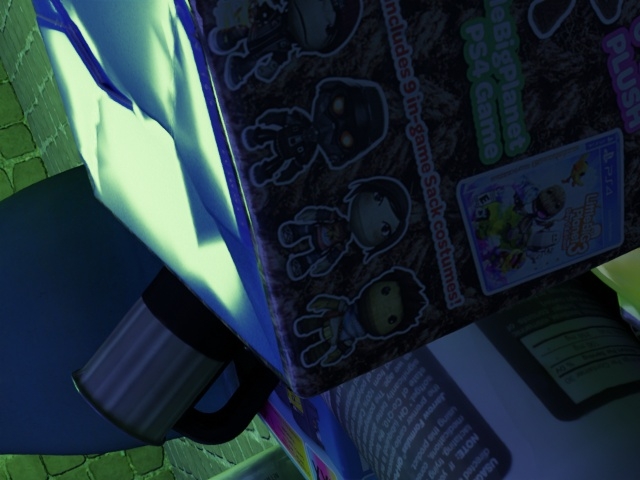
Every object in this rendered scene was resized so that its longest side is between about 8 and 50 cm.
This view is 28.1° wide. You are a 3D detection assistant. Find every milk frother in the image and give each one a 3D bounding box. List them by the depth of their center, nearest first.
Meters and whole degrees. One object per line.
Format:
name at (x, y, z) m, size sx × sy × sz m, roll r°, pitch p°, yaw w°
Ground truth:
milk frother at (-0.088, 0.086, 0.888) m, size 0.129 × 0.135 × 0.143 m, roll 38°, pitch -174°, yaw -2°

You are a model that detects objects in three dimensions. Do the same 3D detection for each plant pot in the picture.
plant pot at (-0.225, 0.069, 1.118) m, size 0.271 × 0.255 × 0.271 m, roll 164°, pitch 90°, yaw -81°

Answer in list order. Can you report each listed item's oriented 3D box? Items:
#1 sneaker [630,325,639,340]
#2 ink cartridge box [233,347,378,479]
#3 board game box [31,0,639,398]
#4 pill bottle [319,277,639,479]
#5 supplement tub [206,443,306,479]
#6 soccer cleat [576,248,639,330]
sneaker at (0.183, 0.023, 0.729) m, size 0.083 × 0.031 × 0.035 m, roll 63°, pitch -168°, yaw -15°
ink cartridge box at (0.000, 0.000, 1.031) m, size 0.270 × 0.151 × 0.395 m, roll 42°, pitch 149°, yaw 52°
board game box at (0.056, -0.097, 0.502) m, size 0.232 × 0.291 × 0.141 m, roll 35°, pitch 143°, yaw 58°
pill bottle at (0.123, 0.116, 0.764) m, size 0.318 × 0.176 × 0.176 m, roll 52°, pitch 157°, yaw 39°
supplement tub at (-0.008, 0.403, 1.448) m, size 0.338 × 0.207 × 0.207 m, roll 63°, pitch 162°, yaw 10°
soccer cleat at (0.203, 0.010, 0.594) m, size 0.289 × 0.093 × 0.121 m, roll 55°, pitch 129°, yaw 45°
